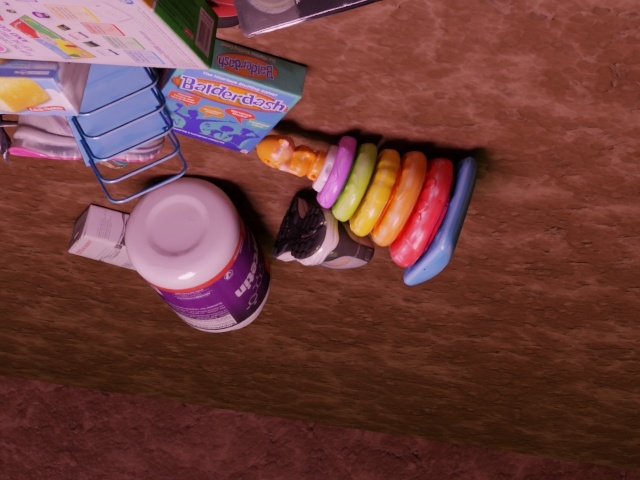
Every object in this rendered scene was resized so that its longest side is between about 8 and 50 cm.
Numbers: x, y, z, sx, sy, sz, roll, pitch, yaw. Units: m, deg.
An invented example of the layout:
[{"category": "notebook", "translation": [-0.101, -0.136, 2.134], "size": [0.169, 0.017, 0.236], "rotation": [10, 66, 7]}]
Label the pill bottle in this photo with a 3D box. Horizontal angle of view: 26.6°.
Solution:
[{"category": "pill bottle", "translation": [-0.185, 0.037, 2.183], "size": [0.181, 0.182, 0.323], "rotation": [3, 159, 14]}]

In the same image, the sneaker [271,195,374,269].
[{"category": "sneaker", "translation": [0.000, 0.000, 2.028], "size": [0.108, 0.100, 0.271], "rotation": [20, -178, -18]}]

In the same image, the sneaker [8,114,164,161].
[{"category": "sneaker", "translation": [-0.302, -0.164, 1.811], "size": [0.103, 0.111, 0.252], "rotation": [7, -174, 35]}]

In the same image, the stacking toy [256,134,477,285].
[{"category": "stacking toy", "translation": [0.051, -0.078, 1.870], "size": [0.301, 0.166, 0.175], "rotation": [23, 155, -7]}]

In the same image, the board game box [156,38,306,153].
[{"category": "board game box", "translation": [-0.130, -0.188, 1.756], "size": [0.160, 0.047, 0.210], "rotation": [16, 158, -17]}]

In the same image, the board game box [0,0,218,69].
[{"category": "board game box", "translation": [-0.291, -0.249, 1.380], "size": [0.316, 0.064, 0.242], "rotation": [5, 170, 14]}]

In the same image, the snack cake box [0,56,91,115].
[{"category": "snack cake box", "translation": [-0.402, -0.234, 1.586], "size": [0.264, 0.152, 0.089], "rotation": [2, 157, 13]}]

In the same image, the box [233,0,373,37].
[{"category": "box", "translation": [0.156, -0.270, 1.065], "size": [0.318, 0.097, 0.395], "rotation": [-7, -166, 35]}]

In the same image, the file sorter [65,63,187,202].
[{"category": "file sorter", "translation": [-0.245, -0.146, 1.666], "size": [0.118, 0.104, 0.170], "rotation": [-25, 141, -10]}]

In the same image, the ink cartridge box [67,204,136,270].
[{"category": "ink cartridge box", "translation": [-0.341, -0.002, 2.304], "size": [0.150, 0.063, 0.109], "rotation": [16, 158, -20]}]

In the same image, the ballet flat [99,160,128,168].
[{"category": "ballet flat", "translation": [-0.348, -0.157, 1.895], "size": [0.067, 0.073, 0.206], "rotation": [11, 161, 37]}]

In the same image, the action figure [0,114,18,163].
[{"category": "action figure", "translation": [-0.532, -0.154, 1.851], "size": [0.275, 0.141, 0.164], "rotation": [1, 131, 27]}]

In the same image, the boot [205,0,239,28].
[{"category": "boot", "translation": [-0.178, -0.296, 1.447], "size": [0.244, 0.088, 0.176], "rotation": [18, 167, -16]}]
